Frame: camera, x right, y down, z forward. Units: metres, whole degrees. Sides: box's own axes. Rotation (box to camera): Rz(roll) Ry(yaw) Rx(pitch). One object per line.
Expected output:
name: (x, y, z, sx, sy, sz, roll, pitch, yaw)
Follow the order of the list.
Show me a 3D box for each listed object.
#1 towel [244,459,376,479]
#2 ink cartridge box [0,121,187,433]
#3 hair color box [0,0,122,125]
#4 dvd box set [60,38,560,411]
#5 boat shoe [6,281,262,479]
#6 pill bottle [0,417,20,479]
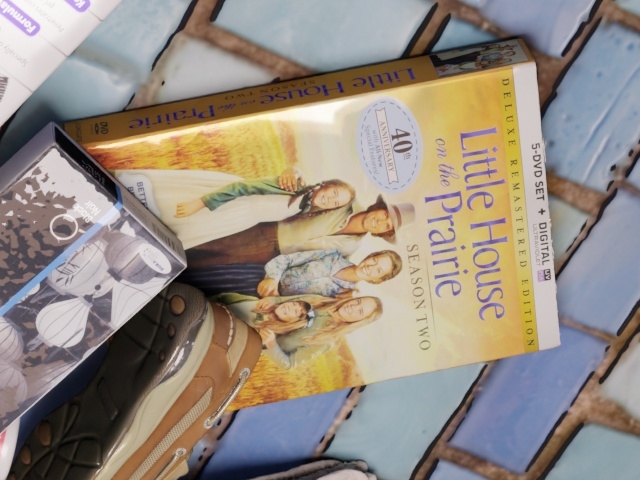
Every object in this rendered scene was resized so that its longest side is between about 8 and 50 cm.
towel: (-0.063, 0.319, 1.778, 0.282, 0.049, 0.187, -11, 113, -37)
ink cartridge box: (-0.290, 0.068, 1.587, 0.333, 0.065, 0.165, -42, 114, 10)
hair color box: (-0.232, -0.260, 1.476, 0.339, 0.110, 0.185, -44, 118, 12)
dvd box set: (0.000, 0.000, 1.683, 0.420, 0.062, 0.307, -10, 120, -3)
boat shoe: (-0.167, 0.183, 1.658, 0.120, 0.122, 0.324, 23, 118, -36)
pill bottle: (-0.363, 0.172, 1.701, 0.160, 0.087, 0.087, 13, 115, -16)
